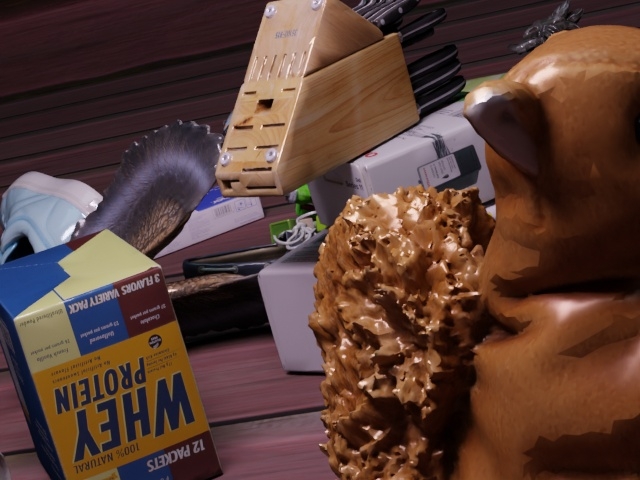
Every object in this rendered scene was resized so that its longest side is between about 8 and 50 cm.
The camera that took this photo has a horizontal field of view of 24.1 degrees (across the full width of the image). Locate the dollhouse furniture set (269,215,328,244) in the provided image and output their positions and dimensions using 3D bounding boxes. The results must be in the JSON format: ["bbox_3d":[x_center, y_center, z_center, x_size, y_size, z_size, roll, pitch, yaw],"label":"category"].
[{"bbox_3d":[0.000,0.000,1.910,0.076,0.058,0.152,-13,-5,35],"label":"dollhouse furniture set"}]

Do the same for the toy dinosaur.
[{"bbox_3d":[0.361,-0.227,2.146,0.322,0.164,0.218,4,30,-11],"label":"toy dinosaur"}]

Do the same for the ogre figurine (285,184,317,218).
[{"bbox_3d":[0.022,-0.071,2.003,0.118,0.097,0.197,2,29,17],"label":"ogre figurine"}]

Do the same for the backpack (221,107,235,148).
[{"bbox_3d":[-0.082,-0.183,2.428,0.152,0.115,0.182,-14,13,12],"label":"backpack"}]

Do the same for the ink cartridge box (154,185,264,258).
[{"bbox_3d":[-0.193,-0.025,2.124,0.207,0.046,0.097,-21,18,-21],"label":"ink cartridge box"}]

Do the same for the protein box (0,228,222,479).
[{"bbox_3d":[-0.206,0.119,1.375,0.136,0.201,0.200,-20,17,-17],"label":"protein box"}]

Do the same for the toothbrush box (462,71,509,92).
[{"bbox_3d":[0.238,-0.144,2.004,0.283,0.122,0.206,-7,18,21],"label":"toothbrush box"}]

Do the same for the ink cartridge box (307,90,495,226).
[{"bbox_3d":[0.105,-0.079,1.538,0.208,0.087,0.153,-21,17,-21],"label":"ink cartridge box"}]

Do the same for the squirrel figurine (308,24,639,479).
[{"bbox_3d":[0.142,0.055,0.975,0.397,0.370,0.281,-5,19,32],"label":"squirrel figurine"}]

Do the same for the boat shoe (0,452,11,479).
[{"bbox_3d":[-0.283,0.260,1.162,0.103,0.113,0.302,-10,27,12],"label":"boat shoe"}]

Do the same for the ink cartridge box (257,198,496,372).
[{"bbox_3d":[0.103,0.029,1.552,0.201,0.117,0.278,-2,21,37],"label":"ink cartridge box"}]

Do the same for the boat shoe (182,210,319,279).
[{"bbox_3d":[-0.036,0.021,1.769,0.254,0.079,0.095,-15,16,1],"label":"boat shoe"}]

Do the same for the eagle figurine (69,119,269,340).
[{"bbox_3d":[-0.192,0.045,1.615,0.298,0.226,0.225,-36,58,-12],"label":"eagle figurine"}]

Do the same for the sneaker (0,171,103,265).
[{"bbox_3d":[-0.407,-0.005,2.106,0.150,0.135,0.366,-43,16,-21],"label":"sneaker"}]

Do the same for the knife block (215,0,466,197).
[{"bbox_3d":[0.037,-0.132,1.509,0.088,0.275,0.242,0,-22,45],"label":"knife block"}]
